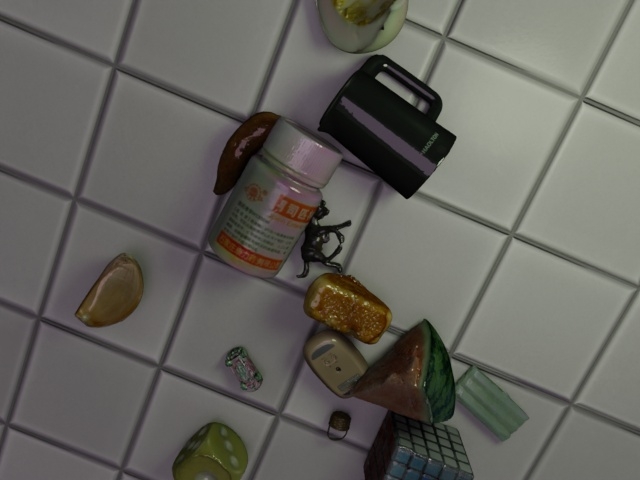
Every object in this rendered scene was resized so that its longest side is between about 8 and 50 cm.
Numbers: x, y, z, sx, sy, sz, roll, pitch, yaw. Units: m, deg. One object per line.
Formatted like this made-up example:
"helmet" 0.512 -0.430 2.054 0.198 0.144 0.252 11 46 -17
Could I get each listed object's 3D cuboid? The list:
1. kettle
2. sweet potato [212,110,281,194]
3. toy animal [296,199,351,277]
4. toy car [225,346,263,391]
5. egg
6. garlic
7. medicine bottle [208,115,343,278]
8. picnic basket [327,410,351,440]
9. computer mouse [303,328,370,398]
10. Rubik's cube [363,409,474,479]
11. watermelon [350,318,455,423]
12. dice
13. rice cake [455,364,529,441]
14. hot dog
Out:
"kettle" 0.184 -0.301 1.372 0.308 0.203 0.262 38 104 -2
"sweet potato" -0.217 -0.243 1.463 0.097 0.097 0.292 42 106 -6
"toy animal" 0.000 0.000 1.517 0.148 0.084 0.233 14 101 14
"toy car" -0.229 0.389 1.624 0.069 0.055 0.142 -34 85 9
"egg" 0.116 -0.581 1.331 0.271 0.161 0.206 51 139 24
"garlic" -0.592 0.139 1.534 0.145 0.164 0.245 36 97 12
"medicine bottle" -0.118 -0.111 1.417 0.219 0.219 0.389 31 103 -4
"picnic basket" 0.054 0.571 1.639 0.071 0.072 0.083 14 94 0
"computer mouse" 0.050 0.361 1.584 0.145 0.082 0.236 -37 108 9
"Rubik's cube" 0.278 0.668 1.564 0.236 0.238 0.238 19 102 -3
"watermelon" 0.266 0.427 1.505 0.292 0.283 0.250 -41 93 23
"dice" -0.334 0.677 1.636 0.169 0.169 0.166 -41 98 11
"rice cake" 0.506 0.488 1.609 0.237 0.043 0.127 41 101 -7
"hot dog" 0.067 0.181 1.507 0.256 0.153 0.150 28 98 -17
